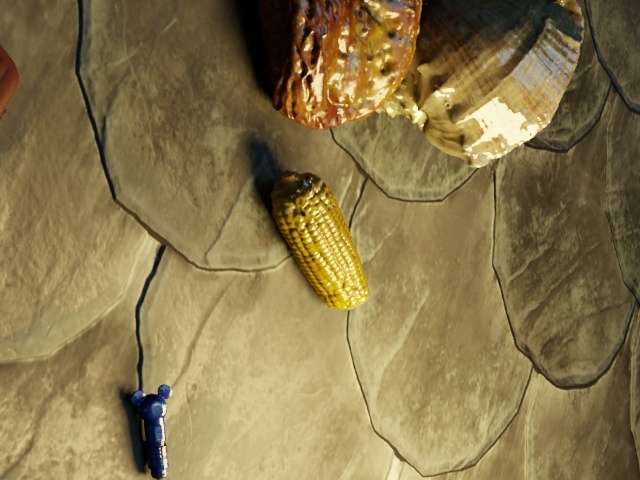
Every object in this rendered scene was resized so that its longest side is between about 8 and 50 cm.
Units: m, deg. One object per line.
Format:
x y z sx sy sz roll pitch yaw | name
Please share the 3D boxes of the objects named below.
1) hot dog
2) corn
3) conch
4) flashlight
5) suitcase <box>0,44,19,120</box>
0.011 -0.354 2.123 0.267 0.174 0.387 -19 105 -46 | hot dog
0.000 0.000 2.168 0.097 0.097 0.262 -58 136 -37 | corn
0.221 -0.274 2.267 0.210 0.352 0.297 10 50 -50 | conch
-0.214 0.246 1.919 0.057 0.035 0.121 -11 102 -29 | flashlight
-0.459 -0.133 1.483 0.236 0.161 0.297 55 49 -38 | suitcase
